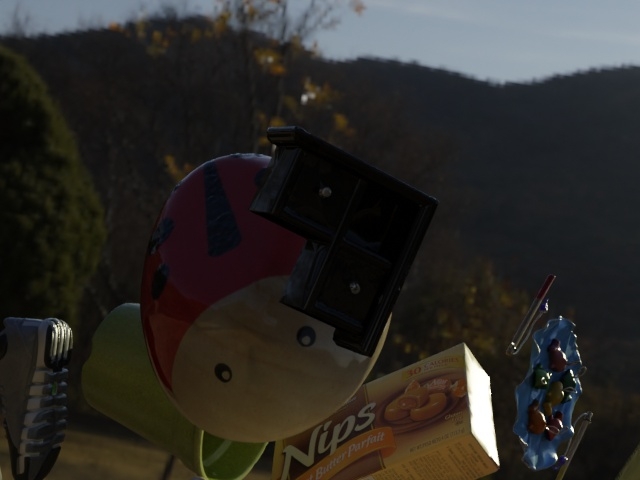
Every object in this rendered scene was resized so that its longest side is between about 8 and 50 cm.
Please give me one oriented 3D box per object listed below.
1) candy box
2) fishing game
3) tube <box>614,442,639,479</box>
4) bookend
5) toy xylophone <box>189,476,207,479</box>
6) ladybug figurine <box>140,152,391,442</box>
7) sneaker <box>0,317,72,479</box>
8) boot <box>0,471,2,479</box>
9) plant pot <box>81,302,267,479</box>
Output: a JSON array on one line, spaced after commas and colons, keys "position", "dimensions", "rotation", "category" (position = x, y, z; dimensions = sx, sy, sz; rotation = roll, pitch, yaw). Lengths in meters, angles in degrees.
[{"position": [0.083, 0.283, 1.704], "dimensions": [0.316, 0.183, 0.087], "rotation": [-26, -60, 20], "category": "candy box"}, {"position": [0.279, 0.183, 1.456], "dimensions": [0.041, 0.189, 0.264], "rotation": [7, -48, 34], "category": "fishing game"}, {"position": [0.317, 0.241, 1.201], "dimensions": [0.062, 0.240, 0.070], "rotation": [27, 7, -7], "category": "tube"}, {"position": [0.000, 0.000, 1.106], "dimensions": [0.157, 0.156, 0.072], "rotation": [27, -7, -22], "category": "bookend"}, {"position": [-0.087, 0.371, 1.210], "dimensions": [0.236, 0.322, 0.081], "rotation": [31, 31, -4], "category": "toy xylophone"}, {"position": [-0.082, 0.036, 1.422], "dimensions": [0.162, 0.305, 0.449], "rotation": [61, 3, -36], "category": "ladybug figurine"}, {"position": [-0.416, 0.212, 1.670], "dimensions": [0.132, 0.228, 0.086], "rotation": [8, -4, 21], "category": "sneaker"}, {"position": [-0.215, 0.280, 0.843], "dimensions": [0.118, 0.338, 0.223], "rotation": [-25, 38, -36], "category": "boot"}, {"position": [-0.219, 0.216, 1.913], "dimensions": [0.254, 0.276, 0.276], "rotation": [18, -1, 23], "category": "plant pot"}]
